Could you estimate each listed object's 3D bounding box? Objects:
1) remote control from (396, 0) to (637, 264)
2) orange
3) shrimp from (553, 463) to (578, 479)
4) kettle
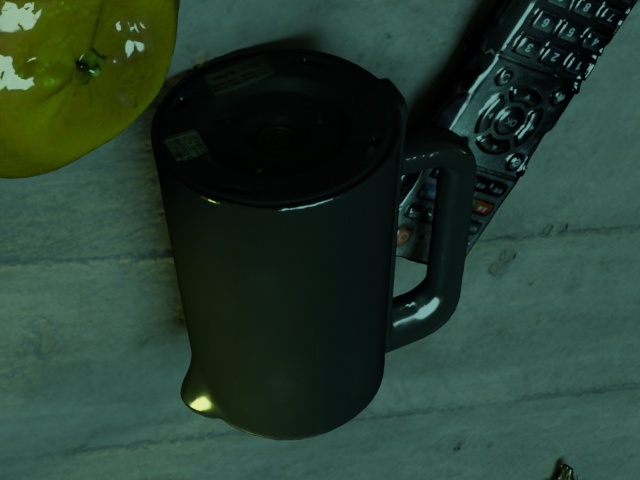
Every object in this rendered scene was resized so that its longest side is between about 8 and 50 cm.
[{"bbox_3d":[0.173,-0.150,1.665,0.145,0.062,0.399,15,116,-40],"label":"remote control"},{"bbox_3d":[-0.223,-0.174,1.247,0.279,0.235,0.279,-24,142,-20],"label":"orange"},{"bbox_3d":[0.249,0.354,2.160,0.148,0.035,0.195,-18,134,-18],"label":"shrimp"},{"bbox_3d":[-0.013,-0.004,1.582,0.262,0.203,0.308,-44,147,-34],"label":"kettle"}]
